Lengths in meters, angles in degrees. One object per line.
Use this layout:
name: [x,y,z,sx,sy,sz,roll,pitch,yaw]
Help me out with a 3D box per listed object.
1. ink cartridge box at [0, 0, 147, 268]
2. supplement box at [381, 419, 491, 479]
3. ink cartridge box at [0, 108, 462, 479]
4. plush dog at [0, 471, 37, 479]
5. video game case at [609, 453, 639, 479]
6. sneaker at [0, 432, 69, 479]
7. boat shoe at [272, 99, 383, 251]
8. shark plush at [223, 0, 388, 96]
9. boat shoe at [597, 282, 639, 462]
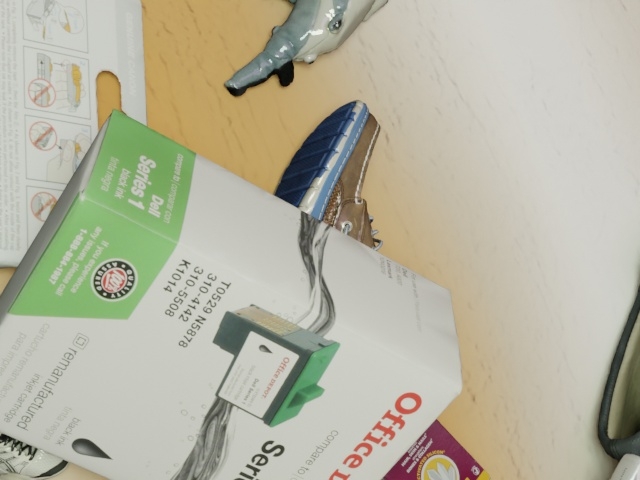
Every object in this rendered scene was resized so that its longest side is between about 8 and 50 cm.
ink cartridge box: [-0.211,-0.072,0.668,0.232,0.066,0.189,9,72,-46]
supplement box: [0.056,0.140,0.735,0.083,0.043,0.055,46,64,-8]
ink cartridge box: [-0.056,0.058,0.627,0.219,0.160,0.092,28,29,-16]
plush dog: [-0.198,0.222,0.485,0.262,0.225,0.210,-13,83,-28]
video game case: [0.239,0.285,0.768,0.227,0.026,0.206,34,80,-14]
sneaker: [-0.173,0.107,0.635,0.083,0.037,0.032,26,65,-20]
boat shoe: [0.000,0.000,0.738,0.066,0.066,0.183,31,75,-21]
shark plush: [-0.009,-0.156,0.793,0.067,0.073,0.161,36,84,8]
boat shoe: [0.279,0.031,0.833,0.091,0.114,0.302,30,65,-23]
